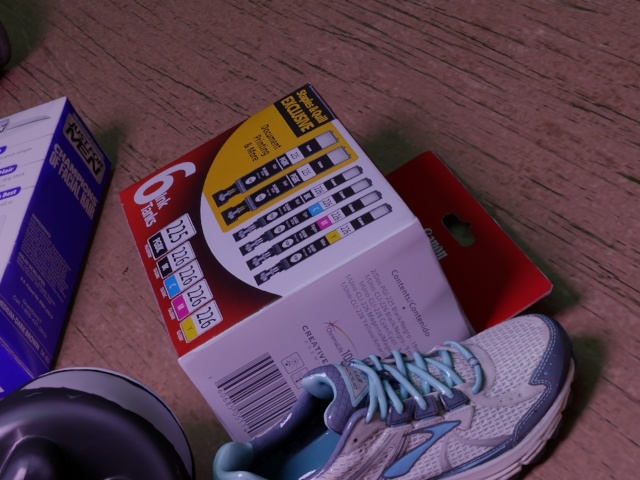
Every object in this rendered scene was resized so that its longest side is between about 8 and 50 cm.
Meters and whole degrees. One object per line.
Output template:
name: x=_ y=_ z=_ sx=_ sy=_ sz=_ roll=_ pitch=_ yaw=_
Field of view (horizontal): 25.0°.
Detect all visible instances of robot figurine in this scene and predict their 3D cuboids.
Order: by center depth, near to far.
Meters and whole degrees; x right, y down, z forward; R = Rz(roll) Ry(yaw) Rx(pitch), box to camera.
robot figurine: x=-0.173 y=0.178 z=1.015 sx=0.174 sy=0.209 sz=0.278 roll=-23 pitch=4 yaw=-1

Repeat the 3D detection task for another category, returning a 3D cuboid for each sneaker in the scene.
sneaker: x=0.053 y=0.130 z=1.015 sx=0.283 sy=0.122 sz=0.110 roll=-33 pitch=35 yaw=-5

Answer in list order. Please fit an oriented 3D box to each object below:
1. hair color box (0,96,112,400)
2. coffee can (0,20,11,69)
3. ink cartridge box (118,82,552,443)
hair color box: x=-0.339 y=0.017 z=1.442 sx=0.185 sy=0.110 sz=0.339 roll=-16 pitch=39 yaw=20
coffee can: x=-0.547 y=-0.202 z=1.770 sx=0.201 sy=0.201 sz=0.275 roll=12 pitch=53 yaw=43
ink cartridge box: x=0.000 y=0.000 z=1.183 sx=0.272 sy=0.130 sz=0.309 roll=-31 pitch=30 yaw=-2
